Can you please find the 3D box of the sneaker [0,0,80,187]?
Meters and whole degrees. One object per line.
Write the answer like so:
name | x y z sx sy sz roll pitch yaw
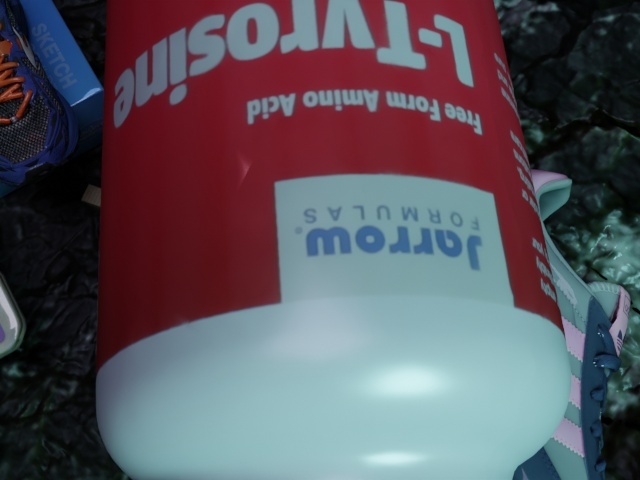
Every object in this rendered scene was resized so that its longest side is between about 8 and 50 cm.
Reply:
sneaker | -0.249 -0.132 0.618 0.083 0.087 0.221 -30 67 -6

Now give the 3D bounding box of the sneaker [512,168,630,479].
sneaker | 0.152 0.089 0.537 0.131 0.112 0.319 -16 67 2

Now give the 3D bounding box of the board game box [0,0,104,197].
board game box | -0.345 -0.167 0.727 0.242 0.064 0.316 -31 67 -7

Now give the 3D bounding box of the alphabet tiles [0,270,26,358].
alphabet tiles | -0.364 0.075 0.605 0.284 0.021 0.278 -27 84 -3

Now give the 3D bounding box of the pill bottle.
pill bottle | 0.000 0.000 0.446 0.229 0.229 0.408 -7 65 3

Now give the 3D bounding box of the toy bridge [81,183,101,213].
toy bridge | -0.125 -0.099 0.695 0.063 0.026 0.188 20 70 11
